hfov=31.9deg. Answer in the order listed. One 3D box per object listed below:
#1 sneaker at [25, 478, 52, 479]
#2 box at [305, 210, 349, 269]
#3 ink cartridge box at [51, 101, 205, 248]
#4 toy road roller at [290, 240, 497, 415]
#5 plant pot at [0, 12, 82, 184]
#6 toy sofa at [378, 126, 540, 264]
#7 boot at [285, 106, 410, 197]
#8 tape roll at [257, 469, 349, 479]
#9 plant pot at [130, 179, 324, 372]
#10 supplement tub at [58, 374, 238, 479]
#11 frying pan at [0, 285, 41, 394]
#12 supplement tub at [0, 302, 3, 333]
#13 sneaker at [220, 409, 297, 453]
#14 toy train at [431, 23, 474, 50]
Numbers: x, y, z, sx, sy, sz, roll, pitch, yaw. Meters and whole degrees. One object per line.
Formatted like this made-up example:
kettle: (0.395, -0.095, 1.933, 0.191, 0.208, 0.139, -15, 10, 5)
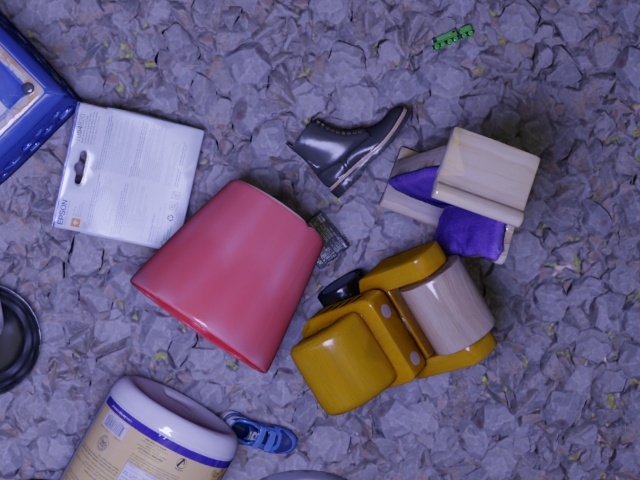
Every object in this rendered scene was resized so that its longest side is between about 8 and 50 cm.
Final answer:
sneaker: (-0.545, 0.470, 1.908, 0.227, 0.130, 0.087, -6, 96, -11)
box: (0.000, 0.000, 2.005, 0.067, 0.018, 0.083, -40, 99, -3)
ink cartridge box: (-0.330, -0.108, 1.921, 0.224, 0.045, 0.223, 13, 94, -18)
toy road roller: (0.104, 0.165, 1.877, 0.240, 0.329, 0.202, -40, 102, -45)
plant pot: (-0.548, -0.234, 1.810, 0.236, 0.212, 0.236, -44, 99, -4)
toy sofa: (0.211, -0.067, 1.859, 0.150, 0.362, 0.177, 20, 86, -10)
boot: (0.050, -0.191, 1.974, 0.137, 0.077, 0.198, 42, 87, -4)
tape roll: (-0.032, 0.612, 2.022, 0.392, 0.072, 0.392, -1, 94, -8)
plant pot: (-0.139, 0.050, 1.883, 0.275, 0.275, 0.243, 36, 79, -9)
supplement tub: (-0.313, 0.420, 1.880, 0.241, 0.241, 0.331, 30, 90, -9)
frying pan: (-0.627, 0.209, 1.913, 0.326, 0.053, 0.197, -37, 97, -3)
supplement tub: (-0.630, 0.113, 1.817, 0.200, 0.144, 0.144, -15, 96, -5)
sneaker: (-0.110, 0.348, 1.996, 0.144, 0.059, 0.053, 19, 89, -10)
toy train: (0.236, -0.365, 2.013, 0.083, 0.017, 0.023, -22, 87, -6)
